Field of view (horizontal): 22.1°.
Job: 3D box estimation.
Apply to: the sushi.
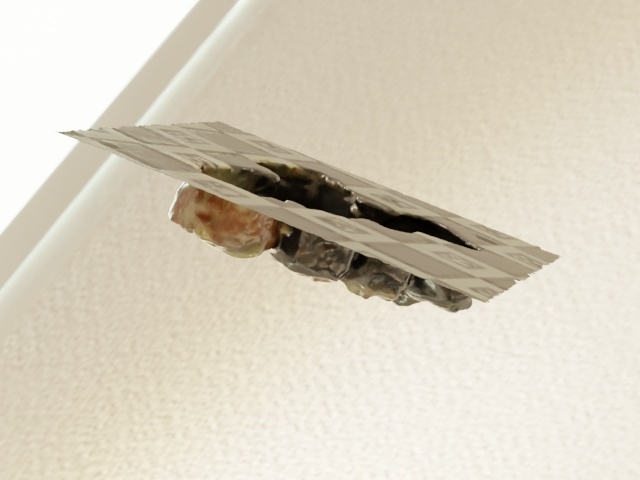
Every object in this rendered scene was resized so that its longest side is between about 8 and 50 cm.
[{"bbox_3d":[0.000,0.000,1.220,0.320,0.339,0.068,22,-80,13],"label":"sushi"}]
